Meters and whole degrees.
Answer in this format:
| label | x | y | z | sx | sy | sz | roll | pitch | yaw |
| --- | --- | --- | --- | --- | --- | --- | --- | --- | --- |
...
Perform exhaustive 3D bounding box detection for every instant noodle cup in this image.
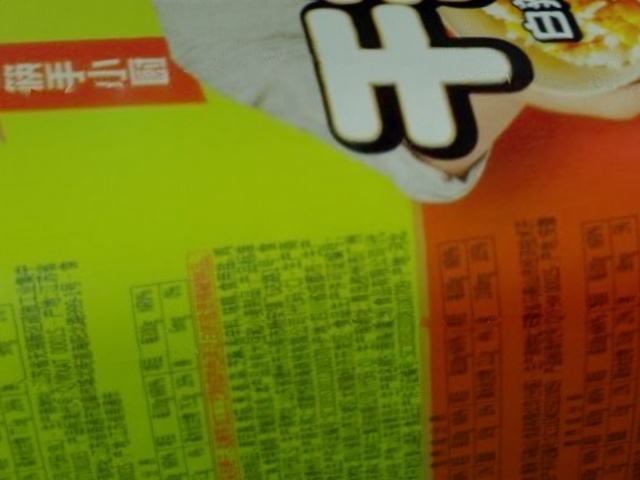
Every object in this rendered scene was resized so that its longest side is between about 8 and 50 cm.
| label | x | y | z | sx | sy | sz | roll | pitch | yaw |
| --- | --- | --- | --- | --- | --- | --- | --- | --- | --- |
| instant noodle cup | 0.000 | 0.000 | 0.537 | 0.294 | 0.308 | 0.294 | 174 | -90 | -90 |
